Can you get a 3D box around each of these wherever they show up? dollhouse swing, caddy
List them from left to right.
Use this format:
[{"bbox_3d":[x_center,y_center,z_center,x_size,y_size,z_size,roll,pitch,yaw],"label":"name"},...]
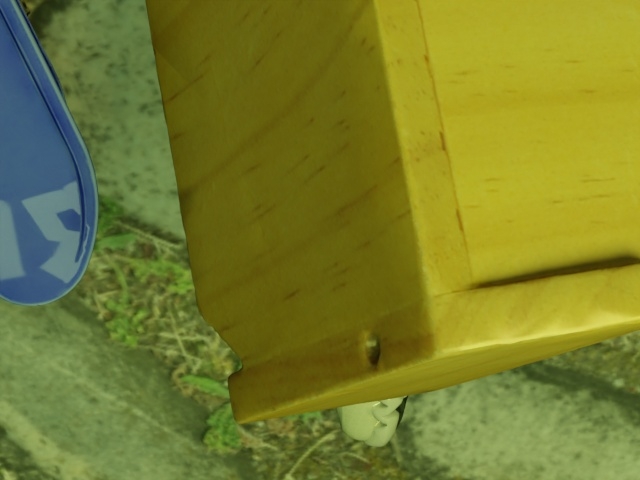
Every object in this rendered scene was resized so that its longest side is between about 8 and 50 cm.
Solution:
[{"bbox_3d":[-0.277,-0.080,1.157,0.241,0.179,0.341,-28,122,-9],"label":"caddy"},{"bbox_3d":[0.114,-0.109,1.057,0.305,0.347,0.315,-6,170,-29],"label":"dollhouse swing"}]

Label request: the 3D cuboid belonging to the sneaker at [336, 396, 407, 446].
[{"bbox_3d":[0.000,0.000,1.256,0.118,0.110,0.292,-4,116,12],"label":"sneaker"}]
